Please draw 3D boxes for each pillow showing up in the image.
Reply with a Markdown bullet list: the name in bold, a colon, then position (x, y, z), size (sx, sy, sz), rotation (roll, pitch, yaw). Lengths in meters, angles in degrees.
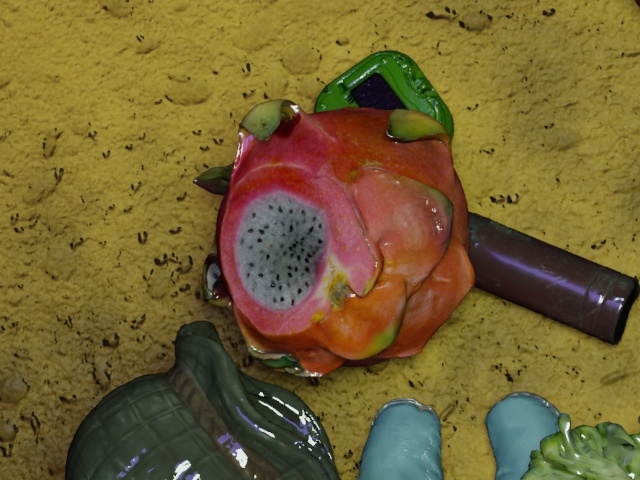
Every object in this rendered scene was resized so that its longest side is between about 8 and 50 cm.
- **pillow**: position (0.152, 0.249, 1.848), size (0.233, 0.086, 0.214), rotation (-7, 67, 12)

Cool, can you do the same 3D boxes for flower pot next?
- **flower pot**: position (-0.088, 0.243, 1.804), size (0.213, 0.302, 0.302), rotation (-45, 67, 1)

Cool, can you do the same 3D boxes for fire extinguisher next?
- **fire extinguisher**: position (0.194, 0.019, 1.915), size (0.267, 0.072, 0.089), rotation (23, 46, 22)

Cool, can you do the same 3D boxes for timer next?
- **timer**: position (0.066, -0.130, 2.004), size (0.128, 0.047, 0.140), rotation (-35, 68, 3)

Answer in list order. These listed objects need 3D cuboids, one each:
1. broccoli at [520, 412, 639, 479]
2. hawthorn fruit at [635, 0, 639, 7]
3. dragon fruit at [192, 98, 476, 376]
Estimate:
- **broccoli**: position (0.326, 0.304, 1.698), size (0.324, 0.272, 0.334), rotation (-14, 67, 26)
- **hawthorn fruit**: position (0.383, -0.281, 1.893), size (0.202, 0.185, 0.185), rotation (26, 82, 37)
- **dragon fruit**: position (0.000, 0.000, 1.873), size (0.290, 0.189, 0.291), rotation (-3, 85, 39)
